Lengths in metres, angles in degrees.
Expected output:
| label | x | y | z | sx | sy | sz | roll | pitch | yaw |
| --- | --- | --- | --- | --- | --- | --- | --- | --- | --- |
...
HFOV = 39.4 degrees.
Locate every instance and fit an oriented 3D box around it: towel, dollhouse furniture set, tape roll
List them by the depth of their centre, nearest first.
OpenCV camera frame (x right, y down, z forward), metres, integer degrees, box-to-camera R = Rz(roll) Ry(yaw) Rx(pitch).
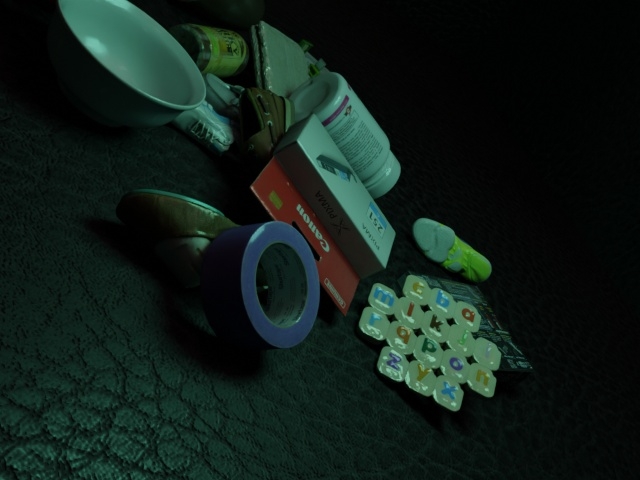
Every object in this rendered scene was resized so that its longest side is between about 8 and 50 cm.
| label | x | y | z | sx | sy | sz | roll | pitch | yaw |
| --- | --- | --- | --- | --- | --- | --- | --- | --- | --- |
| tape roll | -0.087 | 0.068 | 1.328 | 0.189 | 0.080 | 0.189 | 17 | 69 | -53 |
| towel | -0.086 | -0.350 | 2.045 | 0.187 | 0.049 | 0.282 | 20 | 57 | -54 |
| dollhouse furniture set | -0.012 | -0.432 | 2.256 | 0.151 | 0.058 | 0.076 | 55 | 25 | 21 |

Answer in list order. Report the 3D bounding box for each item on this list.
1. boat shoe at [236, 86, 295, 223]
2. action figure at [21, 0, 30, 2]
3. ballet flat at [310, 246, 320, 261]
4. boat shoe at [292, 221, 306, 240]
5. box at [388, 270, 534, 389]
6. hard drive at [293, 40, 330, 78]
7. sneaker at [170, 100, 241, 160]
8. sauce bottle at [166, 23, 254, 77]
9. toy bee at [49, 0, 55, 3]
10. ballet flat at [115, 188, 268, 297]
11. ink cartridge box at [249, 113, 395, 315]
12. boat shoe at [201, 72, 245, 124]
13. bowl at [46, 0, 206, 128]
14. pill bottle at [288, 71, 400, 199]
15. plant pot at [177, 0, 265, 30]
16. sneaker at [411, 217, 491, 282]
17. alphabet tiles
| label | x | y | z | sx | sy | sz | roll | pitch | yaw |
| --- | --- | --- | --- | --- | --- | --- | --- | --- | --- |
| boat shoe | -0.112 | -0.156 | 1.702 | 0.104 | 0.111 | 0.307 | 19 | 49 | -33 |
| action figure | -0.464 | -0.459 | 1.457 | 0.139 | 0.280 | 0.091 | -18 | 92 | -62 |
| ballet flat | 0.000 | 0.000 | 1.709 | 0.070 | 0.070 | 0.188 | 30 | 35 | -32 |
| boat shoe | -0.066 | -0.044 | 1.720 | 0.056 | 0.048 | 0.153 | 34 | 30 | -49 |
| box | 0.297 | 0.194 | 1.884 | 0.307 | 0.076 | 0.242 | 13 | 39 | -52 |
| hard drive | -0.018 | -0.386 | 2.327 | 0.237 | 0.064 | 0.339 | 40 | 23 | -15 |
| sneaker | -0.210 | -0.206 | 1.705 | 0.191 | 0.071 | 0.083 | 20 | 39 | -44 |
| sauce bottle | -0.227 | -0.411 | 1.957 | 0.111 | 0.111 | 0.344 | 48 | 21 | 5 |
| toy bee | -0.449 | -0.467 | 1.613 | 0.298 | 0.195 | 0.162 | 44 | 46 | -51 |
| ballet flat | -0.165 | 0.024 | 1.381 | 0.342 | 0.116 | 0.124 | 24 | 50 | -49 |
| ink cartridge box | 0.016 | -0.052 | 1.624 | 0.296 | 0.066 | 0.261 | 54 | 28 | -17 |
| boat shoe | -0.126 | -0.245 | 1.860 | 0.320 | 0.103 | 0.118 | 40 | 24 | -13 |
| bowl | -0.351 | -0.288 | 1.516 | 0.298 | 0.134 | 0.298 | 37 | 25 | -21 |
| pill bottle | 0.056 | -0.226 | 2.007 | 0.283 | 0.160 | 0.160 | 48 | 18 | -37 |
| plant pot | -0.237 | -0.625 | 2.209 | 0.215 | 0.215 | 0.230 | 60 | 12 | 30 |
| sneaker | 0.309 | 0.019 | 2.211 | 0.240 | 0.091 | 0.126 | 38 | 6 | -17 |
| alphabet tiles | 0.206 | 0.190 | 1.682 | 0.284 | 0.021 | 0.278 | 28 | 42 | -3 |
